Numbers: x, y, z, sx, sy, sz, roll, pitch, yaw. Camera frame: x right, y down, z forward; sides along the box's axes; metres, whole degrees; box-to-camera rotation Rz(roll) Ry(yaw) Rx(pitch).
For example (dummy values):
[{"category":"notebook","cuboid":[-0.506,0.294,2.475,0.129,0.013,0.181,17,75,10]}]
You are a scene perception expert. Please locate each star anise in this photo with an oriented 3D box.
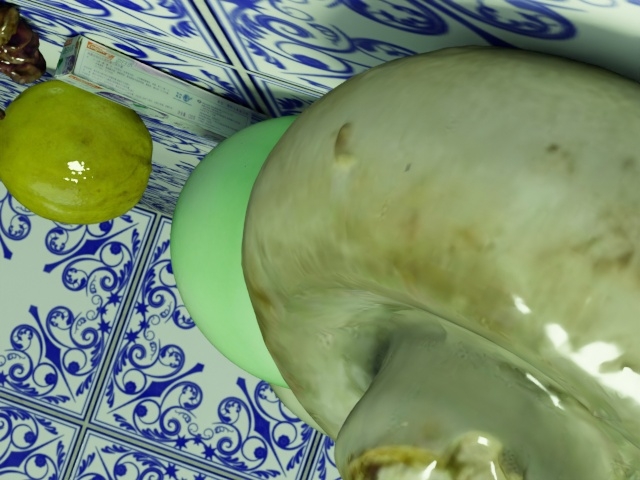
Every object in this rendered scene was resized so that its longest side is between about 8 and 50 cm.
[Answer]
[{"category":"star anise","cuboid":[-0.286,-0.157,1.177,0.097,0.070,0.191,8,162,6]}]

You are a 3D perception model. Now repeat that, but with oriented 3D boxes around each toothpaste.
[{"category":"toothpaste","cuboid":[-0.131,-0.123,1.195,0.196,0.040,0.047,21,171,-26]}]

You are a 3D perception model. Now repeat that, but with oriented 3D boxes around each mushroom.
[{"category":"mushroom","cuboid":[0.106,0.075,0.744,0.362,0.295,0.362,27,154,15]}]

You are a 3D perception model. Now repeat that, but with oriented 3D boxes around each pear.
[{"category":"pear","cuboid":[-0.252,-0.091,1.414,0.162,0.149,0.149,15,176,-7]}]

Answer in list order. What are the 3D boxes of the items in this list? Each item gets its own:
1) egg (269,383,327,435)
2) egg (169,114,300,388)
[{"category":"egg","cuboid":[0.101,0.125,1.708,0.345,0.283,0.283,15,175,1]},{"category":"egg","cuboid":[-0.008,0.007,1.108,0.220,0.220,0.269,22,-174,-37]}]
